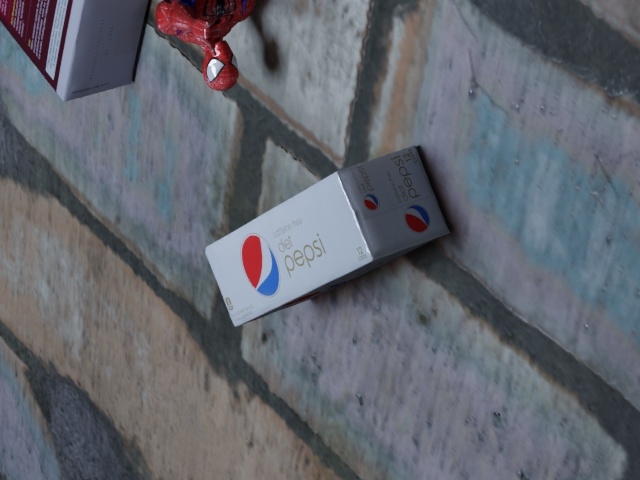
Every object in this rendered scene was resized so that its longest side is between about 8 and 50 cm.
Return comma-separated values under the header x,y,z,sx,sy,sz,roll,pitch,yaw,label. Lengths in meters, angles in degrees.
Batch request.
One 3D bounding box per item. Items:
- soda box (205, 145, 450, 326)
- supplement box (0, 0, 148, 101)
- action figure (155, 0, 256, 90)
x,y,z,sx,sy,sz,roll,pitch,yaw,label
0.000,0.000,1.390,0.216,0.074,0.069,-29,82,57,soda box
-0.240,-0.247,1.623,0.239,0.073,0.130,50,141,28,supplement box
-0.077,-0.240,1.363,0.139,0.091,0.280,25,127,60,action figure
